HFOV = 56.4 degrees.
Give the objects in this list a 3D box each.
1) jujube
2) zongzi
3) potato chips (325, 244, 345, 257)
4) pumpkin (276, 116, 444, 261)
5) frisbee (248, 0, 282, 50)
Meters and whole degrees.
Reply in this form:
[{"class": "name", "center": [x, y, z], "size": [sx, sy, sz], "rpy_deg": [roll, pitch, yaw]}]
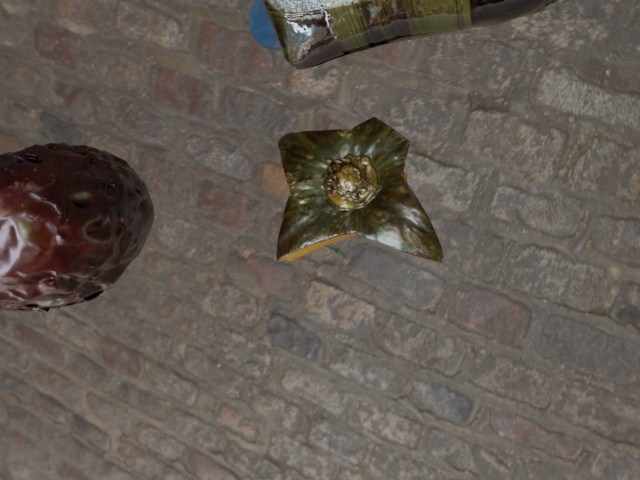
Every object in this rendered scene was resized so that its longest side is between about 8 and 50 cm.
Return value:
[{"class": "jujube", "center": [-0.385, -0.020, 0.879], "size": [0.258, 0.377, 0.259], "rpy_deg": [-1, 100, -7]}, {"class": "zongzi", "center": [0.100, -0.296, 0.573], "size": [0.285, 0.288, 0.134], "rpy_deg": [-3, 132, 16]}, {"class": "potato chips", "center": [0.000, -0.001, 1.698], "size": [0.091, 0.207, 0.028], "rpy_deg": [14, 77, 33]}, {"class": "pumpkin", "center": [0.059, -0.084, 1.038], "size": [0.290, 0.095, 0.259], "rpy_deg": [-4, 74, 13]}, {"class": "frisbee", "center": [-0.058, -0.587, 1.433], "size": [0.289, 0.049, 0.290], "rpy_deg": [-12, 64, 25]}]
